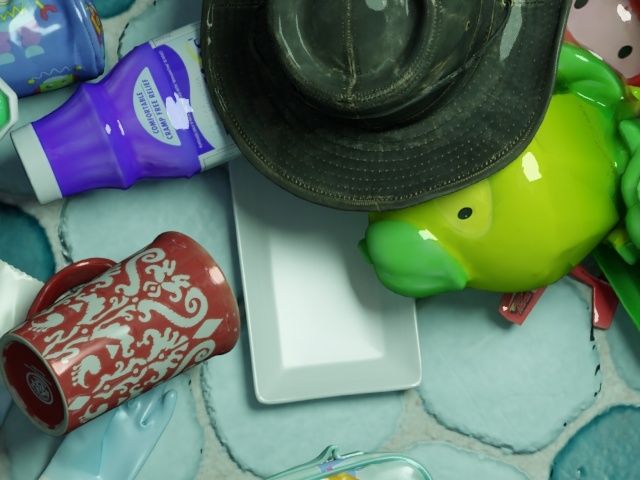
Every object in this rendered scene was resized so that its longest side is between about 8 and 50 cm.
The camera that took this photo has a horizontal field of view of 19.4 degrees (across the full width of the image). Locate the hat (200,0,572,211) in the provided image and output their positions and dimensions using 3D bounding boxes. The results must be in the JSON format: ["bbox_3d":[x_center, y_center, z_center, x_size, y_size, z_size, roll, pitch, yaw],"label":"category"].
[{"bbox_3d":[0.032,-0.191,1.413,0.331,0.134,0.331,-2,83,18],"label":"hat"}]

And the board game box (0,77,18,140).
[{"bbox_3d":[-0.487,-0.101,1.455,0.390,0.050,0.390,45,111,4],"label":"board game box"}]

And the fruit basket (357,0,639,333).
[{"bbox_3d":[0.214,-0.085,1.505,0.392,0.283,0.392,8,61,-15],"label":"fruit basket"}]

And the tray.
[{"bbox_3d":[0.000,0.000,1.593,0.145,0.030,0.270,-6,80,-7],"label":"tray"}]

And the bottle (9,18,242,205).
[{"bbox_3d":[-0.113,-0.113,1.541,0.283,0.092,0.118,-23,88,-8],"label":"bottle"}]

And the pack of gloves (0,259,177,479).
[{"bbox_3d":[-0.241,0.157,1.535,0.195,0.046,0.232,30,78,-1],"label":"pack of gloves"}]

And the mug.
[{"bbox_3d":[-0.173,0.080,1.505,0.169,0.150,0.113,-31,104,-35],"label":"mug"}]

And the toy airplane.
[{"bbox_3d":[0.213,0.018,1.611,0.151,0.028,0.151,2,74,-9],"label":"toy airplane"}]

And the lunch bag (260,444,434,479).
[{"bbox_3d":[-0.015,0.289,1.502,0.279,0.108,0.224,-17,81,-8],"label":"lunch bag"}]

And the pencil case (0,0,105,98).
[{"bbox_3d":[-0.334,-0.159,1.545,0.306,0.119,0.133,-15,79,-8],"label":"pencil case"}]
